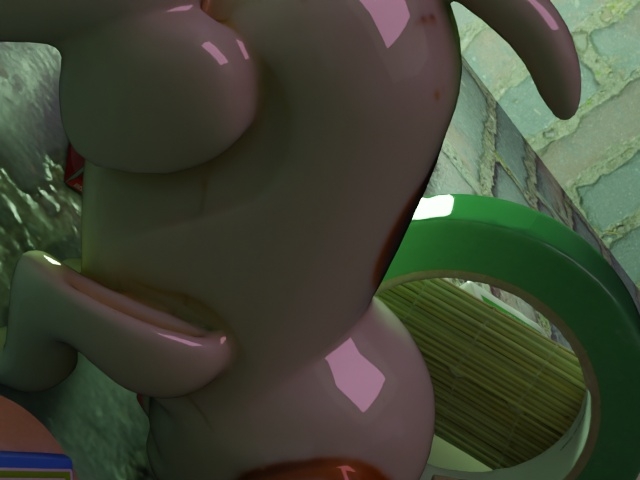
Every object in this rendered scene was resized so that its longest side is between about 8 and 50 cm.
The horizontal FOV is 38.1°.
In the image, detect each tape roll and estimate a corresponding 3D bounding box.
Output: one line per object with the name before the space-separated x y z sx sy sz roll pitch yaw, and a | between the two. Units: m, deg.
tape roll | 0.117 0.122 0.799 0.321 0.321 0.077 53 24 -6

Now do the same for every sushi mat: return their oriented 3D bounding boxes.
sushi mat | 0.137 0.126 0.886 0.316 0.151 0.019 30 28 18

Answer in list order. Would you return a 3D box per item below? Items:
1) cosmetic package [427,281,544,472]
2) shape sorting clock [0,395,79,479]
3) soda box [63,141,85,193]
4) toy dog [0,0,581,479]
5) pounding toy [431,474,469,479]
cosmetic package | 0.211 0.255 1.021 0.197 0.155 0.366 29 33 -48
shape sorting clock | -0.180 0.176 0.458 0.206 0.040 0.206 49 32 -46
soda box | -0.174 -0.136 0.888 0.092 0.083 0.263 39 27 -35
toy dog | -0.032 0.009 0.641 0.284 0.395 0.408 -92 176 -73
pounding toy | 0.106 0.316 0.705 0.094 0.181 0.206 10 19 1
